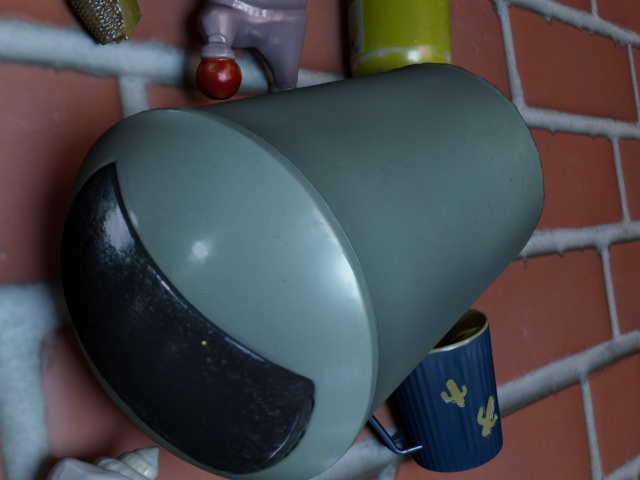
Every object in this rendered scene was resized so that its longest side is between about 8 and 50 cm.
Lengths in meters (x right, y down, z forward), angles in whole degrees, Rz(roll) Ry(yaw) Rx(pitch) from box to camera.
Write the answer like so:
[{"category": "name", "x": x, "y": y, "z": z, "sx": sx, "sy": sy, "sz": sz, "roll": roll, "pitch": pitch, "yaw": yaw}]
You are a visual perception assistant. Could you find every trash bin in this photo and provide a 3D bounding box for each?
[{"category": "trash bin", "x": 0.000, "y": 0.000, "z": 0.639, "sx": 0.432, "sy": 0.280, "sz": 0.280, "roll": -30, "pitch": 105, "yaw": -50}]

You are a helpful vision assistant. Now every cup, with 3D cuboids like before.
[{"category": "cup", "x": 0.124, "y": 0.178, "z": 0.861, "sx": 0.177, "sy": 0.131, "sz": 0.155, "roll": -19, "pitch": 103, "yaw": -18}]

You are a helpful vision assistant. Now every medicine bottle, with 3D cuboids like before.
[{"category": "medicine bottle", "x": 0.095, "y": -0.205, "z": 0.885, "sx": 0.122, "sy": 0.122, "sz": 0.212, "roll": 7, "pitch": 79, "yaw": -47}]

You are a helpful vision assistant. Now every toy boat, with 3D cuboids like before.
[{"category": "toy boat", "x": -0.204, "y": -0.231, "z": 0.619, "sx": 0.149, "sy": 0.047, "sz": 0.049, "roll": 57, "pitch": 47, "yaw": -25}]

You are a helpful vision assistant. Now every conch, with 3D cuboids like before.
[{"category": "conch", "x": -0.172, "y": 0.226, "z": 0.540, "sx": 0.104, "sy": 0.094, "sz": 0.176, "roll": 92, "pitch": 20, "yaw": -62}]

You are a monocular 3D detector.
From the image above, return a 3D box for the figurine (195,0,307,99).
[{"category": "figurine", "x": -0.049, "y": -0.272, "z": 0.713, "sx": 0.176, "sy": 0.186, "sz": 0.287, "roll": 3, "pitch": 98, "yaw": -22}]
